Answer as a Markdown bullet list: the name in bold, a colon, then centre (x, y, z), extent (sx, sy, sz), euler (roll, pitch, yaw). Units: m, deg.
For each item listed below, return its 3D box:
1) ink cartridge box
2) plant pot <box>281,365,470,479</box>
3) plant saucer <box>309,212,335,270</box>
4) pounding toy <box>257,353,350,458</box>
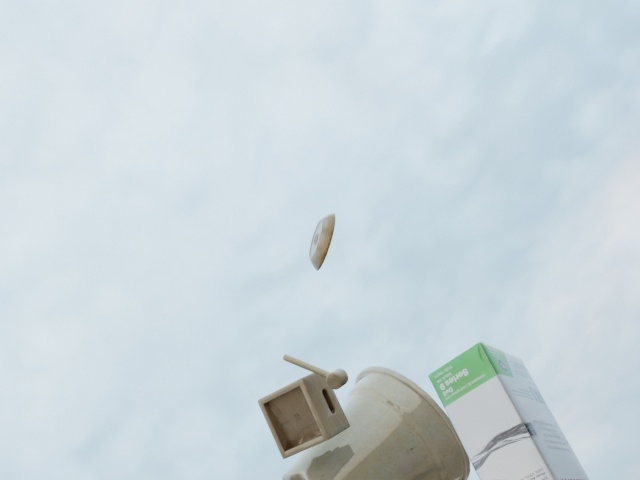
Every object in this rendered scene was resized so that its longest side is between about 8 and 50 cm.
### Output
- **ink cartridge box**: centre (0.334, 0.341, 1.247), extent (0.121, 0.289, 0.211), euler (-37, -34, 20)
- **plant pot**: centre (0.096, 0.495, 1.559), extent (0.305, 0.334, 0.334), euler (-34, -36, -31)
- **plant saucer**: centre (0.000, 0.000, 0.995), extent (0.015, 0.083, 0.083), euler (17, -60, -11)
- **pounding toy**: centre (-0.014, 0.302, 1.425), extent (0.206, 0.181, 0.094), euler (-32, -12, 30)
